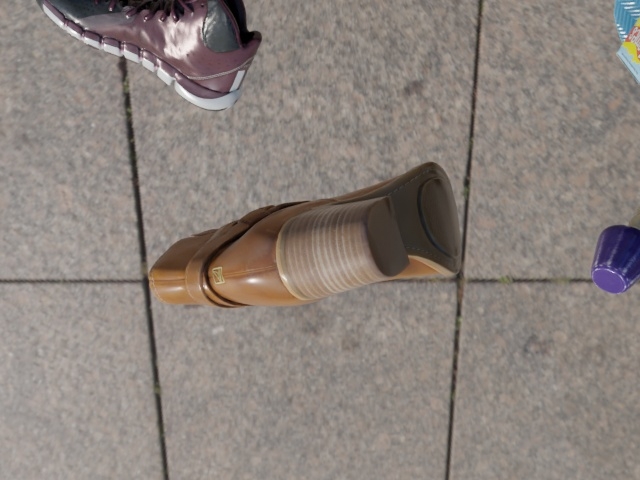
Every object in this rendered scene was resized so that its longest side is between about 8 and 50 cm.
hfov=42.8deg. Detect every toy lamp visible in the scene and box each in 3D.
[{"bbox_3d":[0.433,-0.040,1.071,0.080,0.275,0.080,30,151,19],"label":"toy lamp"}]

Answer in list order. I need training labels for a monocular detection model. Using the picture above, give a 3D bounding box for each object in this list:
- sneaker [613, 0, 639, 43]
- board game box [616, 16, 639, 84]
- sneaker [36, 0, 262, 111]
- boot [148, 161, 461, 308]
[{"bbox_3d":[0.490,-0.267,1.119,0.229,0.092,0.087,47,127,-3],"label":"sneaker"},{"bbox_3d":[0.489,-0.276,0.916,0.144,0.142,0.275,8,131,-20],"label":"board game box"},{"bbox_3d":[-0.193,-0.289,0.984,0.281,0.106,0.162,28,133,-15],"label":"sneaker"},{"bbox_3d":[0.000,0.000,0.522,0.152,0.197,0.073,-11,88,29],"label":"boot"}]
